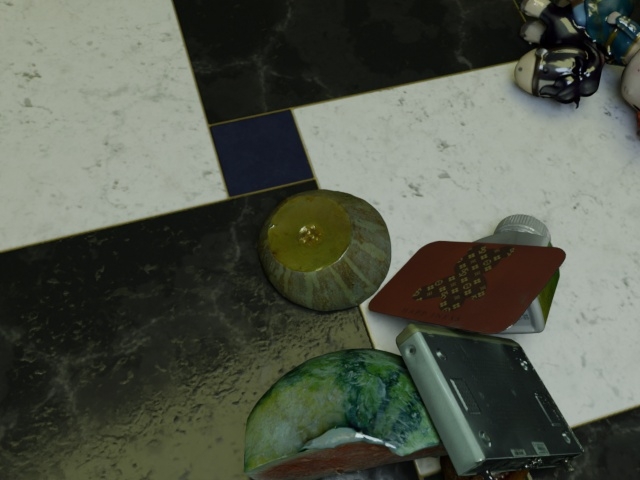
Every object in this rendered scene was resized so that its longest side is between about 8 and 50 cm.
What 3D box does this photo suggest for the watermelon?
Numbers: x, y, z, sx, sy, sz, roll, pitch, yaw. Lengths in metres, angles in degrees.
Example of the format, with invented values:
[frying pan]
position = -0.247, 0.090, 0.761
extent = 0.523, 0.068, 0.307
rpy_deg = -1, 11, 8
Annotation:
[watermelon]
position = 0.058, 0.235, 0.911
extent = 0.305, 0.180, 0.224
rpy_deg = -10, 22, 6

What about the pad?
[pad]
position = 0.200, 0.058, 0.993
extent = 0.181, 0.267, 0.004
rpy_deg = -44, 117, -28

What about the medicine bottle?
[medicine bottle]
position = 0.282, 0.047, 1.041
extent = 0.132, 0.088, 0.188
rpy_deg = -5, 33, 35

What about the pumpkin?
[pumpkin]
position = 0.007, -0.004, 1.074
extent = 0.218, 0.110, 0.217
rpy_deg = 0, 69, 0

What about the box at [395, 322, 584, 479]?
[box]
position = 0.228, 0.209, 0.910
extent = 0.270, 0.045, 0.210
rpy_deg = 16, 40, -43

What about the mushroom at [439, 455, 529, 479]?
[mushroom]
position = 0.224, 0.302, 0.960
extent = 0.127, 0.087, 0.127
rpy_deg = -7, 46, 8

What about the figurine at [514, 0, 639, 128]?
[figurine]
position = 0.538, -0.329, 1.216
extent = 0.412, 0.241, 0.306
rpy_deg = 19, 55, 16
